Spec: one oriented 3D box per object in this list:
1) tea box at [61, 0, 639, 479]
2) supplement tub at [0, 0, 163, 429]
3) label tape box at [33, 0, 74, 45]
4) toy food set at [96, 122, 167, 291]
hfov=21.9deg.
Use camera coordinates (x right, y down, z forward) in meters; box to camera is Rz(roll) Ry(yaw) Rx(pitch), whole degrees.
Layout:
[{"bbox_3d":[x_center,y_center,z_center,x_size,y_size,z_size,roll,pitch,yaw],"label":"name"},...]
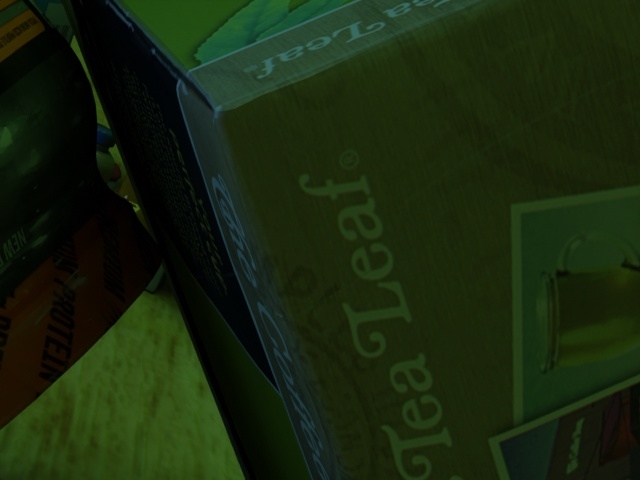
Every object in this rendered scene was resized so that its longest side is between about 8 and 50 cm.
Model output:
[{"bbox_3d":[0.069,0.017,0.611,0.323,0.220,0.329,-130,-161,-63],"label":"tea box"},{"bbox_3d":[-0.223,-0.072,0.574,0.338,0.207,0.207,51,6,-10],"label":"supplement tub"},{"bbox_3d":[-0.376,-0.213,1.252,0.347,0.115,0.249,26,9,1],"label":"label tape box"},{"bbox_3d":[-0.142,-0.034,1.115,0.111,0.104,0.232,26,10,2],"label":"toy food set"}]
